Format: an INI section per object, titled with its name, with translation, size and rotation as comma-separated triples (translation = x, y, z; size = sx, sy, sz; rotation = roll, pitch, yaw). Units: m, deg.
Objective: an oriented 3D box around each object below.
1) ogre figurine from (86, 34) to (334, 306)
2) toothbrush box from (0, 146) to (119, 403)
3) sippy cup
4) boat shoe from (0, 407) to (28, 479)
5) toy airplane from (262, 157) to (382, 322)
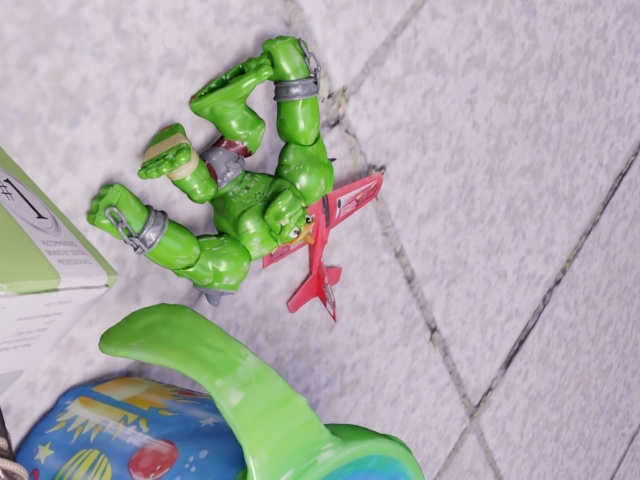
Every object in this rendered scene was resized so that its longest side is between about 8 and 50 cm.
[ogre figurine]
translation = -0.057, -0.044, 0.774
size = 0.118, 0.097, 0.197
rotation = 57, 43, -28
[toothbrush box]
translation = -0.222, -0.048, 0.304
size = 0.122, 0.283, 0.206
rotation = -44, 171, 10
[sippy cup]
translation = -0.083, 0.199, 0.729
size = 0.240, 0.224, 0.305
rotation = 17, 91, -56
[boat shoe]
translation = -0.211, 0.125, 0.604
size = 0.132, 0.130, 0.355
rotation = -25, 124, -46
[toy airplane]
translation = 0.000, 0.000, 0.919
size = 0.151, 0.028, 0.151
rotation = -26, 126, -43
